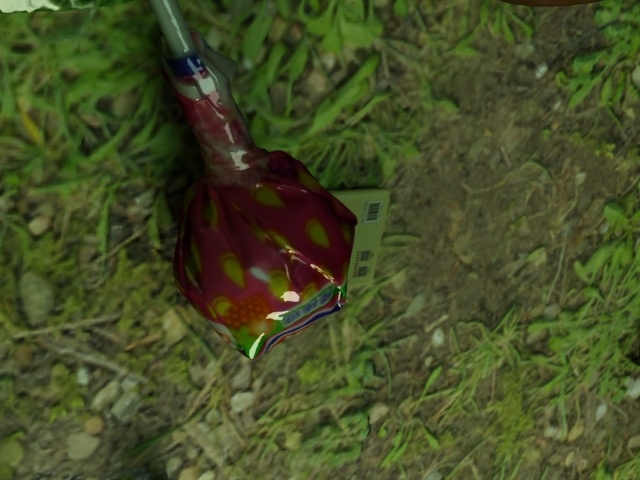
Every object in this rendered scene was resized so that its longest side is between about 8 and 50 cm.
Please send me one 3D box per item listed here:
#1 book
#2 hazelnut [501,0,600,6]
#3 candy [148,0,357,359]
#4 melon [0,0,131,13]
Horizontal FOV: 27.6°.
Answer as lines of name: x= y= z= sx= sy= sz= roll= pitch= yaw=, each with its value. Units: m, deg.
book: x=0.000 y=0.000 z=0.946 sx=0.111 sy=0.014 sz=0.077 roll=-5 pitch=114 yaw=-39
hazelnut: x=0.186 y=-0.246 z=0.856 sx=0.210 sy=0.186 sz=0.210 roll=-10 pitch=105 yaw=-40
candy: x=-0.076 y=-0.092 z=0.779 sx=0.124 sy=0.124 sz=0.365 roll=-36 pitch=123 yaw=-21
melon: x=-0.133 y=-0.256 z=0.566 sx=0.344 sy=0.226 sz=0.331 roll=6 pitch=92 yaw=-23
